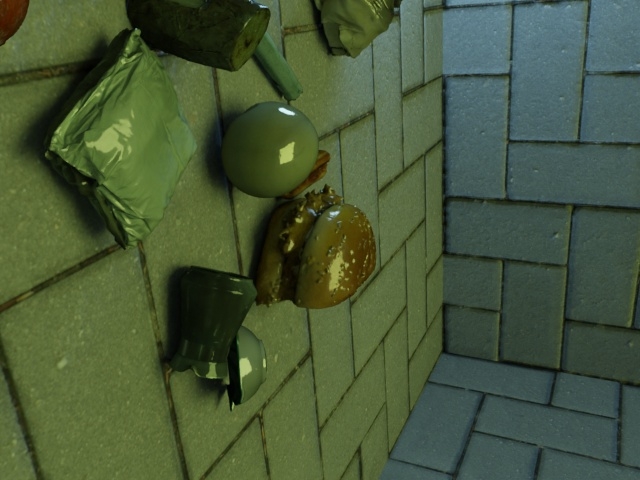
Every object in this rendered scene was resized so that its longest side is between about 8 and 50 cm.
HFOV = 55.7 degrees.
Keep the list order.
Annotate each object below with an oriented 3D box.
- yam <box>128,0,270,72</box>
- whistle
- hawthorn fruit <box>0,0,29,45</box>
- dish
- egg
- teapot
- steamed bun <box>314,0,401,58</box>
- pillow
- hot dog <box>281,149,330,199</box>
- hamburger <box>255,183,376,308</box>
[{"bbox_3d":[-0.234,-0.414,1.153,0.154,0.255,0.153,23,90,-81],"label":"yam"},{"bbox_3d":[-0.129,-0.466,1.531,0.312,0.062,0.062,47,53,-58],"label":"whistle"},{"bbox_3d":[-0.451,-0.324,0.760,0.173,0.173,0.172,6,90,-65],"label":"hawthorn fruit"},{"bbox_3d":[-0.178,0.306,1.468,0.224,0.078,0.246,-111,-155,-48],"label":"dish"},{"bbox_3d":[-0.118,-0.215,1.428,0.269,0.219,0.219,-62,148,-49],"label":"egg"},{"bbox_3d":[-0.244,0.178,1.345,0.203,0.171,0.225,-178,-78,-85],"label":"teapot"},{"bbox_3d":[0.136,-0.755,1.820,0.347,0.238,0.393,-39,129,-57],"label":"steamed bun"},{"bbox_3d":[-0.333,-0.169,1.075,0.283,0.138,0.309,65,36,-49],"label":"pillow"},{"bbox_3d":[-0.052,-0.195,1.747,0.249,0.068,0.100,-39,153,-50],"label":"hot dog"},{"bbox_3d":[0.000,0.000,1.683,0.445,0.268,0.286,-41,129,-54],"label":"hamburger"}]
